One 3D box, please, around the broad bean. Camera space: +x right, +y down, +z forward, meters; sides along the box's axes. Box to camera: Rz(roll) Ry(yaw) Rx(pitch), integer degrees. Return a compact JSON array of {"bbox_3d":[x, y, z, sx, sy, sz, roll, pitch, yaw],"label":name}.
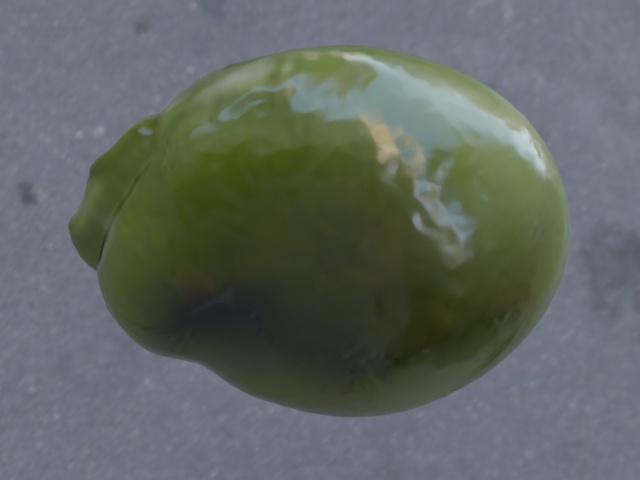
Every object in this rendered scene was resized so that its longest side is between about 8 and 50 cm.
[{"bbox_3d":[0.000,0.000,0.995,0.119,0.291,0.238,-68,144,-55],"label":"broad bean"}]
